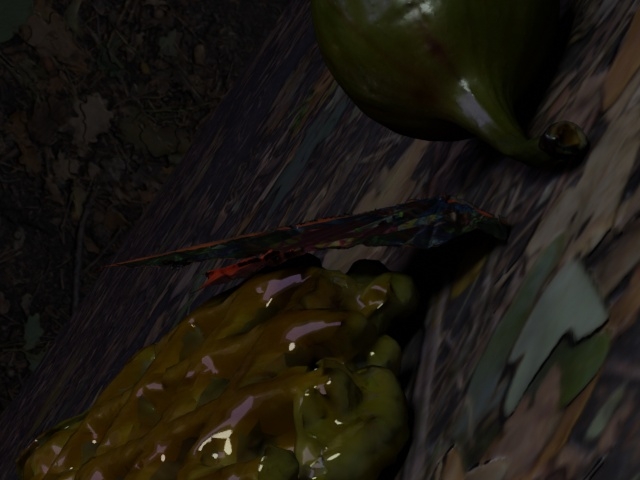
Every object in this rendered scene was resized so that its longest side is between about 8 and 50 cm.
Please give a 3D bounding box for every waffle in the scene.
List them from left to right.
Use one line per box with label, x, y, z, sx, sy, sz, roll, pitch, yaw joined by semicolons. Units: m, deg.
waffle;-0.082;0.123;0.720;0.325;0.068;0.302;-45;15;1

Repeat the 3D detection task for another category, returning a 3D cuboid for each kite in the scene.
kite;0.000;0.001;0.765;0.232;0.009;0.189;-6;10;39

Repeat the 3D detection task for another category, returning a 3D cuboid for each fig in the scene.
fig;0.075;-0.083;0.751;0.124;0.124;0.236;-54;33;18
